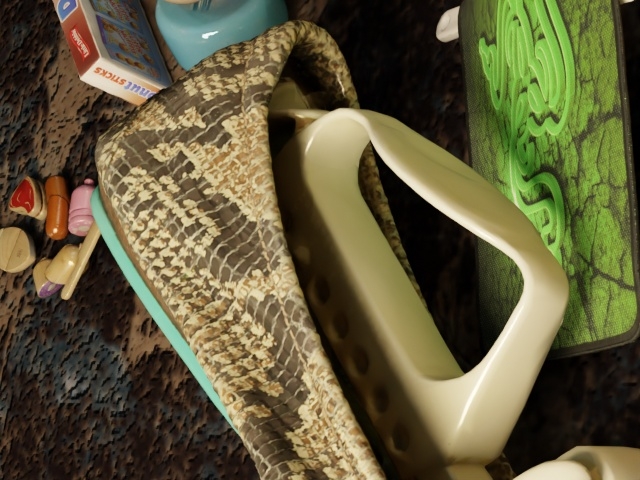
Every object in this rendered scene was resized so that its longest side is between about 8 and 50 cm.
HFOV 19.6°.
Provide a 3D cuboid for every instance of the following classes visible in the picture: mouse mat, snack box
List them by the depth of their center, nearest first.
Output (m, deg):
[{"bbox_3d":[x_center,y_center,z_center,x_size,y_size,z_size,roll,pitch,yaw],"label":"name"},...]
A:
[{"bbox_3d":[0.101,-0.040,0.842,0.152,0.007,0.189,155,115,-67],"label":"mouse mat"},{"bbox_3d":[-0.140,-0.156,1.138,0.022,0.064,0.178,-41,51,23],"label":"snack box"}]

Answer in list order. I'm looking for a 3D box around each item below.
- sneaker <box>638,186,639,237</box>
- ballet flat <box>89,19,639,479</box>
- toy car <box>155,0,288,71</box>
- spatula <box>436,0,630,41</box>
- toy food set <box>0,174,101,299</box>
[{"bbox_3d":[0.190,-0.078,0.799,0.093,0.088,0.225,7,61,2],"label":"sneaker"},{"bbox_3d":[0.043,0.085,0.797,0.182,0.164,0.482,-40,55,21],"label":"ballet flat"},{"bbox_3d":[-0.039,-0.258,1.026,0.238,0.219,0.210,-34,48,-6],"label":"toy car"},{"bbox_3d":[0.130,-0.175,0.867,0.242,0.019,0.168,-8,65,68],"label":"spatula"},{"bbox_3d":[-0.162,-0.006,1.137,0.122,0.019,0.078,31,96,53],"label":"toy food set"}]
